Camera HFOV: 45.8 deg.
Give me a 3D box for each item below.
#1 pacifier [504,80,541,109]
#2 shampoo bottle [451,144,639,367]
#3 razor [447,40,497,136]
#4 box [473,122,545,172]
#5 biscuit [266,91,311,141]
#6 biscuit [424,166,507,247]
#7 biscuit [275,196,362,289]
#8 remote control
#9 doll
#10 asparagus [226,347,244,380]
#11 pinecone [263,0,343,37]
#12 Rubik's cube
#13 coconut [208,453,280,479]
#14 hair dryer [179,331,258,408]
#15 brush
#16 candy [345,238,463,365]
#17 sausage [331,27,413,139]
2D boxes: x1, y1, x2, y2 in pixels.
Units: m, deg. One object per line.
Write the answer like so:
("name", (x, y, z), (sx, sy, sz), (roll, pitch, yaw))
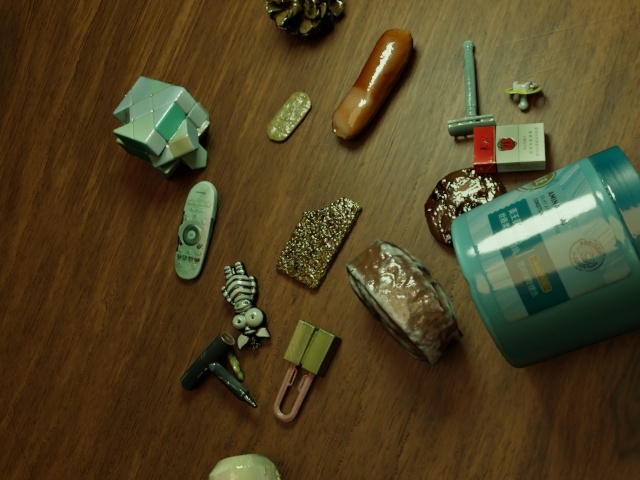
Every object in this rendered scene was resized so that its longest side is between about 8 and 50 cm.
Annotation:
("pacifier", (0.455, -0.325, 1.696), (0.083, 0.068, 0.064), (13, 117, 42))
("shampoo bottle", (0.466, 0.039, 1.447), (0.342, 0.331, 0.331), (-25, 69, 18))
("razor", (0.347, -0.354, 1.745), (0.106, 0.068, 0.232), (-5, 69, 20))
("box", (0.414, -0.202, 1.662), (0.152, 0.048, 0.100), (-1, 61, 14))
("biscuit", (-0.080, -0.314, 1.928), (0.071, 0.018, 0.147), (42, 96, 24))
("biscuit", (0.324, -0.073, 1.686), (0.192, 0.049, 0.192), (-8, 69, 20))
("biscuit", (-0.007, -0.009, 1.820), (0.131, 0.026, 0.237), (29, 90, 24))
("remote control", (-0.318, -0.026, 1.945), (0.097, 0.045, 0.256), (12, 86, 26))
("doll", (-0.184, 0.156, 1.833), (0.091, 0.067, 0.219), (-20, 72, 5))
("asparagus", (-0.209, 0.290, 1.835), (0.025, 0.021, 0.108), (-33, 67, 11))
("pinecone", (-0.049, -0.603, 1.884), (0.184, 0.204, 0.179), (-32, 87, 13))
("Rubik's cube", (-0.388, -0.282, 1.953), (0.265, 0.213, 0.224), (23, 72, 36))
("coconut", (-0.164, 0.569, 1.676), (0.171, 0.171, 0.183), (-19, 68, 17))
("hair dryer", (-0.232, 0.346, 1.804), (0.173, 0.050, 0.195), (-48, 65, 20))
("brush", (-0.048, 0.308, 1.750), (0.103, 0.047, 0.233), (24, 88, 26))
("candy", (0.181, 0.125, 1.607), (0.157, 0.214, 0.289), (-42, 66, 2))
("sausage", (0.129, -0.373, 1.821), (0.089, 0.083, 0.300), (33, 94, 19))
